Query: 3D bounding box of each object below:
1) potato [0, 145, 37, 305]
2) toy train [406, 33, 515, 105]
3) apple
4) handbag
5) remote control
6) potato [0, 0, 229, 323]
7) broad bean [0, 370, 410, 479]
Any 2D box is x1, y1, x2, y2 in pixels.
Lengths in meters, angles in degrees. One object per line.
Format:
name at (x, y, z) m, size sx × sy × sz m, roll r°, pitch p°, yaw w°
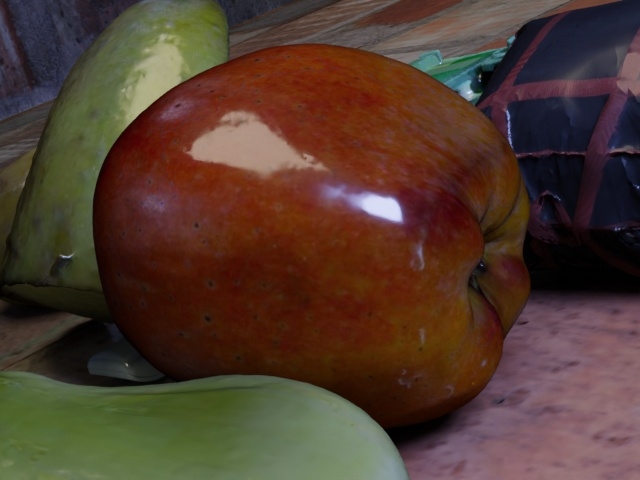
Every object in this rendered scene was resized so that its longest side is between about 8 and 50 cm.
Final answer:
potato at (-0.228, -0.020, 1.186) m, size 0.200 × 0.137 × 0.154 m, roll -20°, pitch -14°, yaw -5°
toy train at (0.084, -0.068, 1.013) m, size 0.202 × 0.120 × 0.301 m, roll -7°, pitch 19°, yaw 46°
apple at (0.001, -0.001, 0.707) m, size 0.234 × 0.234 × 0.234 m, roll -17°, pitch 15°, yaw 5°
handbag at (0.184, -0.058, 0.792) m, size 0.215 × 0.155 × 0.169 m, roll -1°, pitch 37°, yaw 44°
remote control at (-0.089, 0.059, 0.934) m, size 0.162 × 0.029 × 0.061 m, roll -31°, pitch 21°, yaw -37°
potato at (-0.155, -0.074, 0.967) m, size 0.112 × 0.255 × 0.269 m, roll 17°, pitch -12°, yaw -23°
broad bean at (-0.092, 0.119, 0.566) m, size 0.263 × 0.121 × 0.189 m, roll -10°, pitch 21°, yaw 21°
